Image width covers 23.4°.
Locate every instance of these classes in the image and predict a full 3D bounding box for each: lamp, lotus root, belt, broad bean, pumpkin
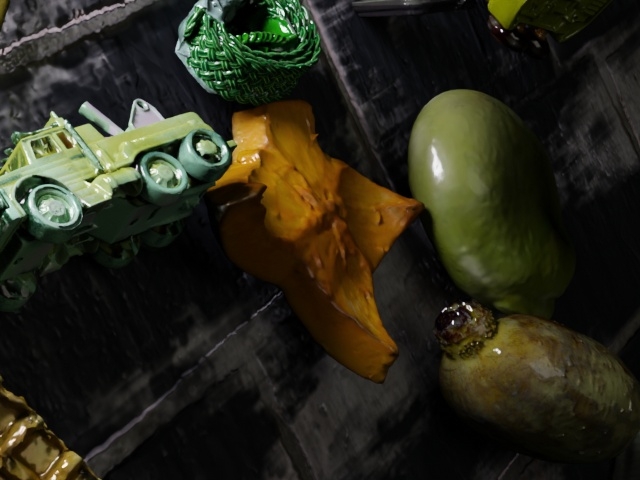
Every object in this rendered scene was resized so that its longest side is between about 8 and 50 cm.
[{"bbox_3d":[0.047,-0.367,1.694,0.203,0.124,0.283,-18,90,-41],"label":"lamp"},{"bbox_3d":[0.233,0.160,1.712,0.309,0.173,0.173,27,59,-36],"label":"lotus root"},{"bbox_3d":[-0.076,-0.191,1.519,0.151,0.079,0.121,-18,69,-48],"label":"belt"},{"bbox_3d":[0.195,-0.039,1.759,0.291,0.119,0.238,58,39,-22],"label":"broad bean"},{"bbox_3d":[-0.010,-0.025,1.525,0.290,0.095,0.258,46,34,-33],"label":"pumpkin"}]

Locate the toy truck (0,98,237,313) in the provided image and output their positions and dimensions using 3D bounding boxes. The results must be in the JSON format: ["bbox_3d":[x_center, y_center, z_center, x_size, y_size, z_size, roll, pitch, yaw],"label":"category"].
[{"bbox_3d":[-0.204,-0.046,1.308,0.135,0.128,0.259,49,41,9],"label":"toy truck"}]

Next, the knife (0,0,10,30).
[{"bbox_3d":[-0.256,-0.288,1.372,0.061,0.027,0.343,34,51,-35],"label":"knife"}]

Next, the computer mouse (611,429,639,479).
[{"bbox_3d":[0.481,0.342,1.966,0.228,0.145,0.429,47,47,-33],"label":"computer mouse"}]

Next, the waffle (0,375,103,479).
[{"bbox_3d":[-0.261,0.223,1.112,0.307,0.060,0.311,-11,77,-33],"label":"waffle"}]

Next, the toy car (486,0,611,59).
[{"bbox_3d":[0.282,-0.343,1.926,0.142,0.200,0.248,52,20,20],"label":"toy car"}]
